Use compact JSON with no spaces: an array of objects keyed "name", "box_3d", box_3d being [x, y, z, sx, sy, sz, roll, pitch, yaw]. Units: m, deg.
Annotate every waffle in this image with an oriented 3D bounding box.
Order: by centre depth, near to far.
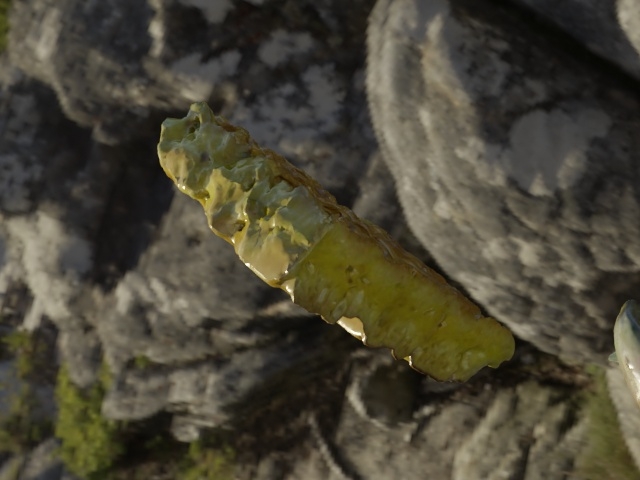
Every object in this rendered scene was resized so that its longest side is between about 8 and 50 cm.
[{"name":"waffle","box_3d":[0.000,-0.001,0.896,0.057,0.229,0.219,-53,46,4]}]

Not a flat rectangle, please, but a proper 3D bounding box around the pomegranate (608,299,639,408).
[{"name":"pomegranate","box_3d":[0.100,0.078,0.318,0.115,0.114,0.142,-23,57,35]}]
